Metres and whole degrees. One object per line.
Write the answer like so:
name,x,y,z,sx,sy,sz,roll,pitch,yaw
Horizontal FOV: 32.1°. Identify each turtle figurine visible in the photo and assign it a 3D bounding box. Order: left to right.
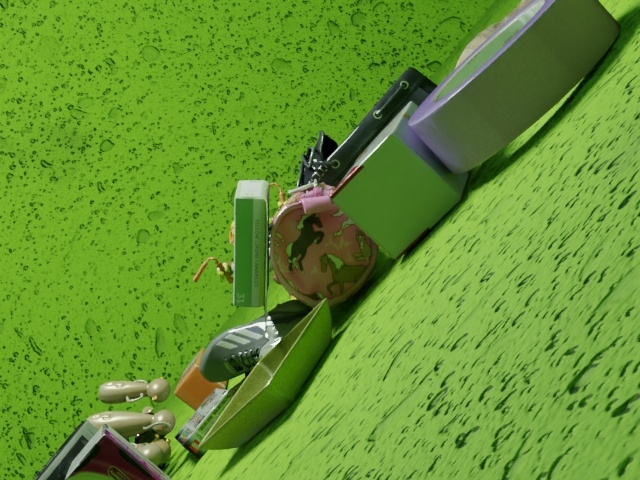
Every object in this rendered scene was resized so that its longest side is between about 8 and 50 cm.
turtle figurine,-0.114,0.030,2.252,0.269,0.217,0.087,-49,4,12

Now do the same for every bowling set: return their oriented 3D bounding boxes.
bowling set,-0.312,0.372,1.898,0.154,0.200,0.287,-5,25,6

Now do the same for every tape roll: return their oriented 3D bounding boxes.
tape roll,0.239,-0.207,1.392,0.275,0.090,0.275,-44,6,6

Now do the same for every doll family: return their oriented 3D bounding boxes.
doll family,-0.335,0.401,2.028,0.193,0.111,0.076,-38,33,-24

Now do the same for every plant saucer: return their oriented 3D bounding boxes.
plant saucer,-0.060,0.186,1.453,0.188,0.045,0.188,-46,5,42

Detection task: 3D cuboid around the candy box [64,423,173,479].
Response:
candy box,-0.219,0.298,1.318,0.071,0.159,0.233,-49,3,-11

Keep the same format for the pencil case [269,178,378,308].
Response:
pencil case,0.000,0.000,1.683,0.160,0.167,0.386,-45,5,2

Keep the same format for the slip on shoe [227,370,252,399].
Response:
slip on shoe,-0.097,0.204,1.706,0.135,0.041,0.051,-53,5,-40

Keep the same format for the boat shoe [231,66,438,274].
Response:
boat shoe,0.029,-0.113,1.959,0.500,0.156,0.187,-40,-3,7

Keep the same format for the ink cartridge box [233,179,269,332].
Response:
ink cartridge box,-0.101,0.018,1.630,0.235,0.056,0.171,-90,2,-75

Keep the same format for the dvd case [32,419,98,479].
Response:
dvd case,-0.290,0.355,1.401,0.029,0.179,0.238,-40,8,26

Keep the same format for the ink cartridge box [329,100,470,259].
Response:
ink cartridge box,0.114,-0.085,1.504,0.128,0.127,0.176,-46,4,24

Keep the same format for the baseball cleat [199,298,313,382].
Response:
baseball cleat,-0.098,0.161,1.629,0.206,0.072,0.109,-37,25,17

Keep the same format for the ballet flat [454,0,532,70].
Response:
ballet flat,0.307,-0.304,1.714,0.106,0.107,0.316,-20,27,53

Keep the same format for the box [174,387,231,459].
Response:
box,-0.185,0.297,1.829,0.114,0.036,0.207,-50,4,-11

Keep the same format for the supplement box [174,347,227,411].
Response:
supplement box,-0.236,0.282,2.246,0.080,0.078,0.233,-52,3,3
